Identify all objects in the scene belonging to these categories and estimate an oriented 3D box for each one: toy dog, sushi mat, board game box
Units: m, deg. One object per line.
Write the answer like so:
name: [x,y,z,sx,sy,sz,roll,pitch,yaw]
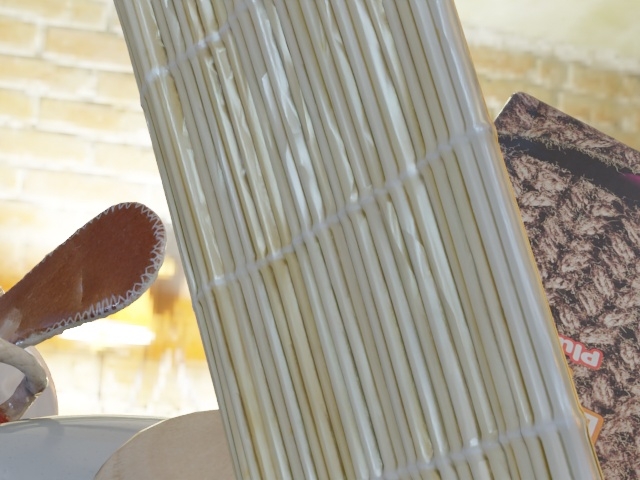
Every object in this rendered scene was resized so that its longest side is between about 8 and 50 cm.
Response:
toy dog: [-0.066,0.078,0.596,0.161,0.334,0.220,-28,-28,-31]
sushi mat: [0.000,0.000,0.391,0.019,0.317,0.151,-6,-16,-35]
board game box: [0.138,0.086,0.878,0.232,0.291,0.141,28,-44,11]

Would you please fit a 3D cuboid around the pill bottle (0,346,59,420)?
pill bottle: [-0.384,0.101,1.271,0.204,0.204,0.361,14,7,-40]
